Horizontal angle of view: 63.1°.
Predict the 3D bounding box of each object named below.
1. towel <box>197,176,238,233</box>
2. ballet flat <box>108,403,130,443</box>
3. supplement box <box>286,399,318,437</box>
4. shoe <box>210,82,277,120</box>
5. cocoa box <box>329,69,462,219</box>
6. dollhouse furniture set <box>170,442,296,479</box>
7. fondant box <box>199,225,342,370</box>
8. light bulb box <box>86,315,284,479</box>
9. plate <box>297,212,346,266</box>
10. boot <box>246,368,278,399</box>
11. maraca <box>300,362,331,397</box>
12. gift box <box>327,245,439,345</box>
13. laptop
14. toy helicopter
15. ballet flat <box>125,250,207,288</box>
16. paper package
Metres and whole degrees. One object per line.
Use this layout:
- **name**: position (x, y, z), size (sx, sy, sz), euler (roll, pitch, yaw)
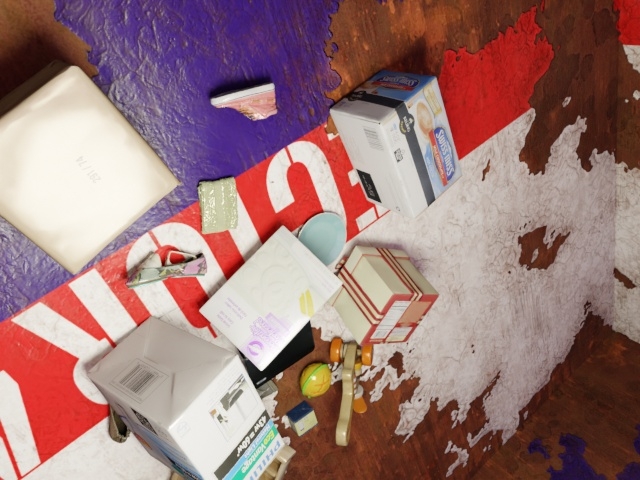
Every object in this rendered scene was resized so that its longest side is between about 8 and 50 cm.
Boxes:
- **towel**: position (-0.268, -0.091, 1.380), size (0.110, 0.027, 0.148), euler (-15, 118, -32)
- **ballet flat**: position (-0.534, 0.439, 1.396), size (0.084, 0.058, 0.250), euler (-5, 112, -36)
- **supplement box**: position (-0.064, 0.624, 1.825), size (0.083, 0.056, 0.083), euler (-29, 124, -23)
- **shoe**: position (-0.186, -0.338, 1.307), size (0.177, 0.063, 0.081), euler (-24, 117, -31)
- **cocoa box**: position (0.228, -0.283, 1.527), size (0.228, 0.231, 0.347), euler (-40, 128, -17)
- **dollhouse furniture set**: position (-0.271, 0.768, 1.544), size (0.394, 0.361, 0.257), euler (-14, 128, -63)
- **fondant box**: position (-0.135, 0.160, 1.463), size (0.238, 0.096, 0.330), euler (43, 80, 2)
- **light bulb box**: position (-0.332, 0.431, 1.320), size (0.225, 0.357, 0.361), euler (-45, 131, -34)
- **plate**: position (0.000, 0.000, 1.620), size (0.188, 0.024, 0.188), euler (-16, 119, -31)
- **boot**: position (-0.246, 0.489, 1.632), size (0.208, 0.076, 0.190), euler (-36, 125, -10)
- **maraca**: position (-0.014, 0.480, 1.777), size (0.127, 0.099, 0.186), euler (-42, 154, -16)
- **gift box**: position (0.171, 0.180, 1.682), size (0.255, 0.258, 0.276), euler (11, 122, -41)
- **laptop**: position (-0.161, 0.272, 1.578), size (0.234, 0.136, 0.265), euler (-30, 83, -23)
- **toy helicopter**: position (0.096, 0.520, 1.766), size (0.235, 0.140, 0.355), euler (79, 19, -50)
- **ballet flat**: position (-0.394, 0.068, 1.336), size (0.221, 0.076, 0.079), euler (-9, 96, -39)
- **paper package**: position (-0.521, -0.152, 1.077), size (0.309, 0.168, 0.325), euler (-45, 130, -12)
